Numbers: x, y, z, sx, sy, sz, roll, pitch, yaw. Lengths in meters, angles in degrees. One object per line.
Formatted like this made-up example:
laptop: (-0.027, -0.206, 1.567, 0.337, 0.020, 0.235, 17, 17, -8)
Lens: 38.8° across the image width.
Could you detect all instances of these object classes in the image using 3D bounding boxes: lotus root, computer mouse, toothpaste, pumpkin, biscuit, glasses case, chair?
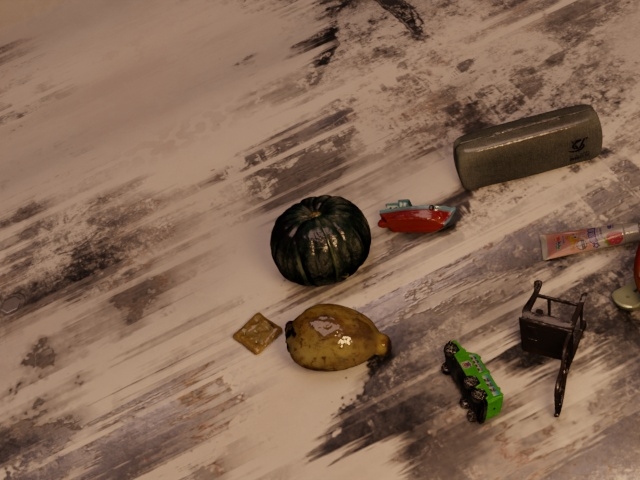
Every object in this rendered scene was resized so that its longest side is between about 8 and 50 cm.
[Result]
lotus root: (0.035, 0.192, 1.796, 0.214, 0.138, 0.138, 1, 48, 5)
computer mouse: (0.606, 0.105, 1.741, 0.110, 0.032, 0.056, -29, 46, -23)
toothpaste: (0.550, -0.003, 1.858, 0.195, 0.043, 0.067, -11, 49, 17)
pumpkin: (0.000, 0.000, 1.956, 0.221, 0.161, 0.220, -6, 37, 5)
biscuit: (-0.133, 0.195, 1.918, 0.081, 0.018, 0.083, -42, 49, -20)
glasses case: (0.457, -0.206, 2.012, 0.323, 0.131, 0.074, -14, 48, 6)
chair: (0.415, 0.199, 1.665, 0.113, 0.106, 0.229, 12, 52, 27)

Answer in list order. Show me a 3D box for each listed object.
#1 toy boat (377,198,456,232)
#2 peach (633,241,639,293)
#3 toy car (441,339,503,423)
toy boat: (0.212, -0.056, 1.999, 0.173, 0.069, 0.058, -1, 56, 24)
peach: (0.685, 0.039, 1.643, 0.243, 0.243, 0.199, -39, 6, -18)
toy car: (0.279, 0.257, 1.685, 0.063, 0.071, 0.165, -13, 43, -14)
